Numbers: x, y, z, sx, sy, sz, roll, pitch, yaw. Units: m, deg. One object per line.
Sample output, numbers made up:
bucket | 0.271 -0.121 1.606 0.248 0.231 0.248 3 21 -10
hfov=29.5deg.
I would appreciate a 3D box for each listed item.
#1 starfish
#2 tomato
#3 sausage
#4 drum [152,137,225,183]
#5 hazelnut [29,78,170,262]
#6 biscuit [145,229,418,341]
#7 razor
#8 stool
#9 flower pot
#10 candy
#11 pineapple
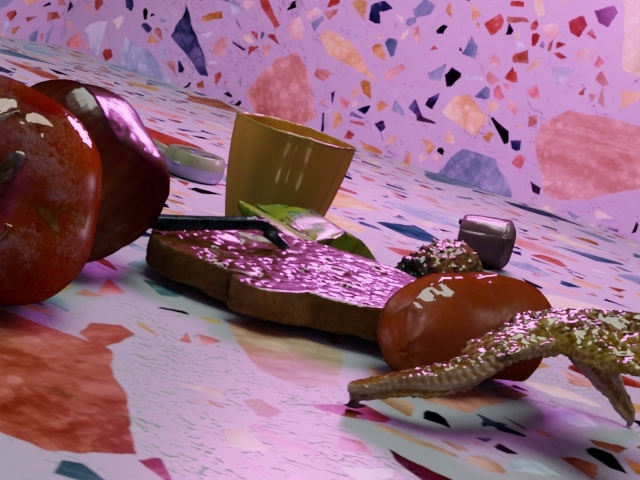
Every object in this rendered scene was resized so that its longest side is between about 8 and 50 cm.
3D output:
starfish | 0.285 0.135 1.239 0.383 0.132 0.398 4 -3 30
tomato | -0.321 -0.049 1.167 0.232 0.232 0.188 15 -8 -9
sausage | 0.168 0.098 1.384 0.258 0.133 0.133 4 16 -42
drum | -0.297 -0.165 2.295 0.253 0.049 0.130 20 10 19
hazelnut | -0.293 -0.074 1.396 0.229 0.229 0.229 16 10 -3
biscuit | -0.037 0.055 1.491 0.367 0.063 0.314 17 14 8
razor | -0.131 -0.020 1.501 0.190 0.033 0.066 6 14 -29
stool | 0.305 -0.001 2.259 0.110 0.096 0.096 12 9 11
flower pot | -0.063 -0.093 1.909 0.195 0.179 0.195 18 10 -3
candy | 0.000 0.000 1.777 0.149 0.069 0.246 28 -2 40
pineapple | 0.140 0.052 1.703 0.197 0.108 0.108 -6 23 -43
